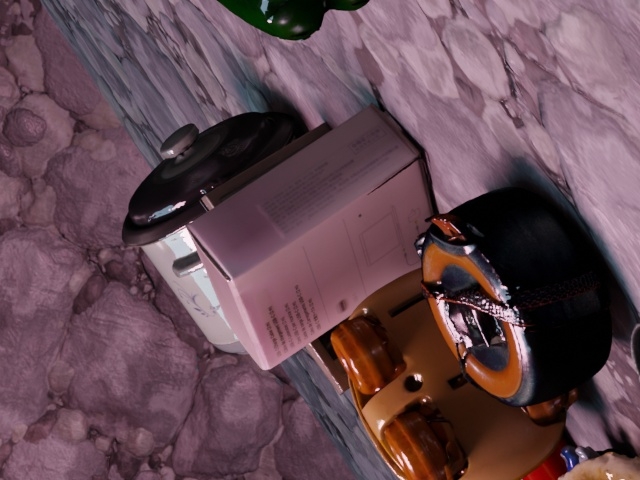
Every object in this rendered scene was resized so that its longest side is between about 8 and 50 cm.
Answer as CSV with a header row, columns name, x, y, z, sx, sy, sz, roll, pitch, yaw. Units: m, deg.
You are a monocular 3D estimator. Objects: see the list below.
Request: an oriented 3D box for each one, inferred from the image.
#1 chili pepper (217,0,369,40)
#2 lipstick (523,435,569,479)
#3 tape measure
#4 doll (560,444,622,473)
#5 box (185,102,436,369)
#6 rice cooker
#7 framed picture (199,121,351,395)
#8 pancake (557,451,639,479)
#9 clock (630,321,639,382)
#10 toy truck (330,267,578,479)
name,x,y,z,sx,sy,sz,roll,pitch,yaw
chili pepper,-0.057,-0.297,1.694,0.261,0.165,0.174,50,180,34
lipstick,0.308,0.331,2.225,0.280,0.073,0.073,58,169,-14
tape measure,0.176,0.054,1.787,0.202,0.135,0.223,64,164,0
doll,0.305,0.262,2.040,0.096,0.070,0.195,26,163,37
box,0.000,0.000,2.079,0.106,0.251,0.203,50,169,30
rice cooker,-0.100,-0.021,2.452,0.316,0.264,0.317,36,-139,-39
framed picture,0.012,0.018,2.240,0.281,0.209,0.019,53,146,2
pancake,0.348,0.321,1.935,0.282,0.049,0.282,36,155,20
clock,0.359,0.164,1.536,0.281,0.055,0.280,52,169,14
toy truck,0.139,0.152,2.062,0.288,0.204,0.212,57,172,27
